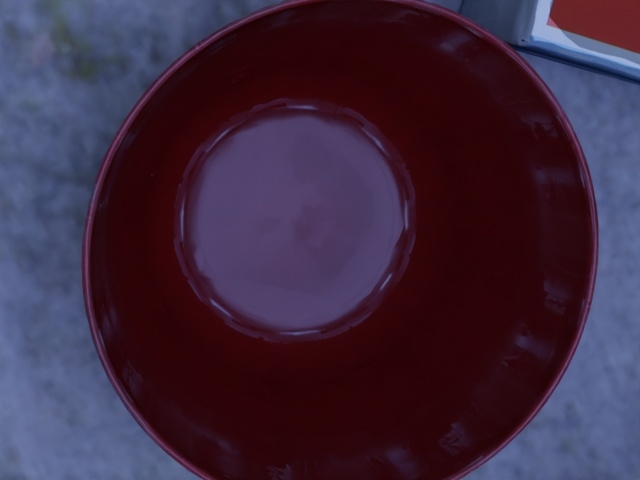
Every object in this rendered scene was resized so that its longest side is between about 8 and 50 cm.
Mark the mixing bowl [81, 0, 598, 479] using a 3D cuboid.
[{"bbox_3d":[0.000,0.000,0.600,0.181,0.098,0.181,-2,98,-12],"label":"mixing bowl"}]

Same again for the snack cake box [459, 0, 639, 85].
[{"bbox_3d":[0.204,-0.114,0.635,0.264,0.089,0.152,15,97,-15],"label":"snack cake box"}]
